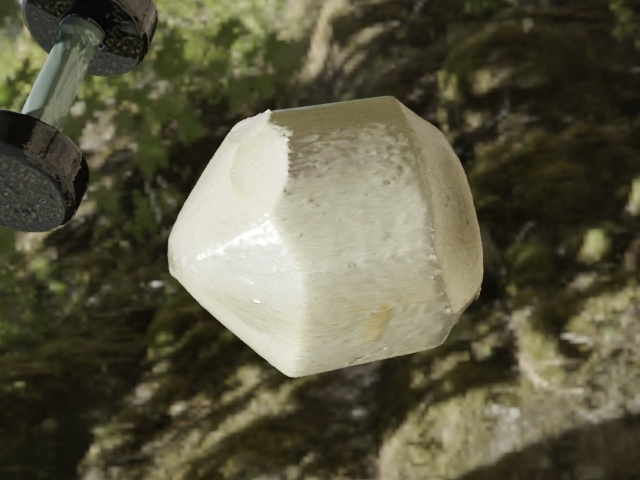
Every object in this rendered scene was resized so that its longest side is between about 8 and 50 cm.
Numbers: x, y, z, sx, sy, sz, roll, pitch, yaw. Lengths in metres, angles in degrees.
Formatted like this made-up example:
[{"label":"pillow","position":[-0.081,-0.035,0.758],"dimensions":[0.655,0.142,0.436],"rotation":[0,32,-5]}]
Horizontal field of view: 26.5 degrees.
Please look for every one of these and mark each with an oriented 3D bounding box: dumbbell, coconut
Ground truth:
[{"label":"dumbbell","position":[-0.189,-0.107,0.968],"dimensions":[0.100,0.100,0.191],"rotation":[67,-149,-49]},{"label":"coconut","position":[0.000,0.000,1.183],"dimensions":[0.237,0.266,0.237],"rotation":[173,90,-87]}]
